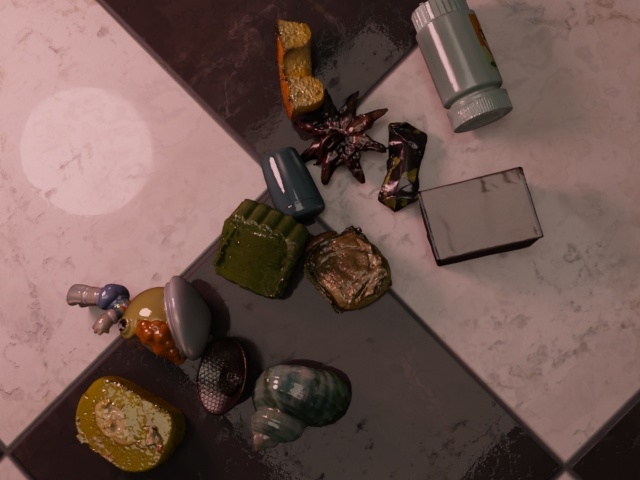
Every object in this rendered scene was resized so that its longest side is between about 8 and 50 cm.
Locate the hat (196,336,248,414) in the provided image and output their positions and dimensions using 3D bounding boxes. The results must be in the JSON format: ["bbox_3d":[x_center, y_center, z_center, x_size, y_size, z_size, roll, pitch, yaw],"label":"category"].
[{"bbox_3d":[-0.220,0.342,1.918,0.193,0.082,0.193,-18,64,41],"label":"hat"}]

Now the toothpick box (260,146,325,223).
[{"bbox_3d":[-0.075,-0.138,1.925,0.120,0.120,0.184,-24,80,3],"label":"toothpick box"}]

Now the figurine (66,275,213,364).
[{"bbox_3d":[-0.447,0.164,1.880,0.382,0.224,0.205,16,83,7],"label":"figurine"}]

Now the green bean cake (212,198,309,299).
[{"bbox_3d":[-0.146,0.025,1.879,0.200,0.113,0.214,25,123,10],"label":"green bean cake"}]

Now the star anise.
[{"bbox_3d":[0.043,-0.267,1.924,0.272,0.102,0.272,-1,86,16],"label":"star anise"}]

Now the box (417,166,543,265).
[{"bbox_3d":[0.378,-0.052,1.858,0.252,0.153,0.188,-16,82,4],"label":"box"}]

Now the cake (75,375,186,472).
[{"bbox_3d":[-0.475,0.455,1.896,0.260,0.156,0.179,27,82,9],"label":"cake"}]

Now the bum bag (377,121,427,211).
[{"bbox_3d":[0.206,-0.184,1.930,0.106,0.060,0.232,5,83,15],"label":"bum bag"}]

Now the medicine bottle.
[{"bbox_3d":[0.343,-0.439,1.892,0.158,0.158,0.318,-21,84,3],"label":"medicine bottle"}]

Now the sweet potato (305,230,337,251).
[{"bbox_3d":[0.000,0.000,1.949,0.095,0.034,0.034,-29,83,-9],"label":"sweet potato"}]

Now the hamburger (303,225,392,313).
[{"bbox_3d":[0.071,0.081,1.900,0.183,0.130,0.206,-35,67,-6],"label":"hamburger"}]

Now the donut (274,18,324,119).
[{"bbox_3d":[-0.062,-0.415,1.939,0.101,0.152,0.259,-10,73,-10],"label":"donut"}]

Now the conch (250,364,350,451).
[{"bbox_3d":[-0.066,0.398,1.860,0.277,0.195,0.220,-43,112,-24],"label":"conch"}]
